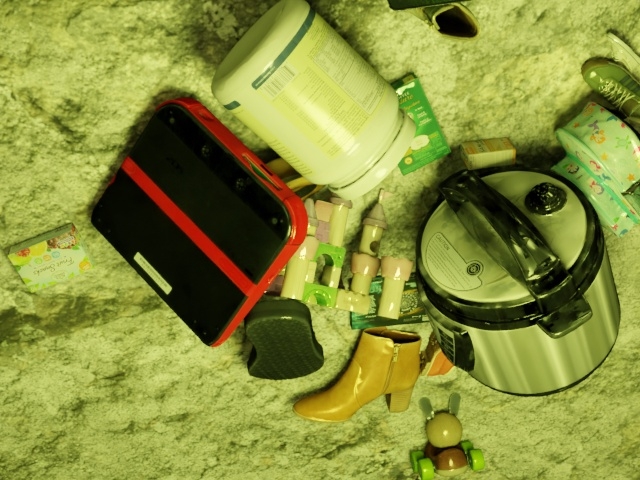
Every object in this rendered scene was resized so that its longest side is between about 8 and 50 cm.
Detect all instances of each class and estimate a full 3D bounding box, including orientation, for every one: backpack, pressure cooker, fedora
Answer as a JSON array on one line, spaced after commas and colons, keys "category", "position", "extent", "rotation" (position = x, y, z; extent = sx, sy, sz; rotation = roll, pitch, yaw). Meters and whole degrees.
[{"category": "backpack", "position": [0.577, -0.146, 1.846], "extent": [0.191, 0.225, 0.253], "rotation": [-37, 115, 7]}, {"category": "pressure cooker", "position": [0.381, 0.059, 1.817], "extent": [0.369, 0.375, 0.420], "rotation": [5, 145, 29]}, {"category": "fedora", "position": [-0.082, -0.113, 1.822], "extent": [0.194, 0.194, 0.079], "rotation": [-27, 81, 7]}]

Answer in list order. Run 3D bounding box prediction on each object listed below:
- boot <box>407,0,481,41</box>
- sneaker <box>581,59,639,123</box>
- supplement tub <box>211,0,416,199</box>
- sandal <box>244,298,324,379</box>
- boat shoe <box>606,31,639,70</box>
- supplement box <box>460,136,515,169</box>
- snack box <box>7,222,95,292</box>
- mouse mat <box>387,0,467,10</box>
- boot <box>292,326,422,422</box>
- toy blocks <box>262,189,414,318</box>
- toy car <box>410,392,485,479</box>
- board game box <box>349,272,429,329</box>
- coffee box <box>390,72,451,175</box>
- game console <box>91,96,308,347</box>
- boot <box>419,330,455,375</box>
[{"category": "boot", "position": [0.179, -0.430, 1.648], "extent": [0.213, 0.165, 0.077], "rotation": [21, 115, -22]}, {"category": "sneaker", "position": [0.607, -0.288, 1.840], "extent": [0.192, 0.086, 0.064], "rotation": [25, 128, -21]}, {"category": "supplement tub", "position": [-0.009, -0.250, 1.668], "extent": [0.325, 0.235, 0.235], "rotation": [41, 107, -20]}, {"category": "sandal", "position": [-0.074, 0.194, 1.930], "extent": [0.167, 0.107, 0.446], "rotation": [-2, 155, -3]}, {"category": "boat shoe", "position": [0.593, -0.371, 1.827], "extent": [0.100, 0.035, 0.035], "rotation": [32, 108, -31]}, {"category": "supplement box", "position": [0.340, -0.178, 1.881], "extent": [0.098, 0.062, 0.036], "rotation": [-8, 122, -5]}, {"category": "snack box", "position": [-0.545, 0.036, 1.879], "extent": [0.141, 0.037, 0.100], "rotation": [-21, 122, 4]}, {"category": "mouse mat", "position": [0.177, -0.476, 1.619], "extent": [0.152, 0.190, 0.007], "rotation": [-9, 146, -4]}, {"category": "boot", "position": [0.082, 0.298, 2.105], "extent": [0.295, 0.104, 0.211], "rotation": [-3, 115, -13]}, {"category": "toy blocks", "position": [0.000, 0.000, 1.872], "extent": [0.288, 0.309, 0.260], "rotation": [13, 85, -29]}, {"category": "toy car", "position": [0.296, 0.465, 2.234], "extent": [0.155, 0.149, 0.188], "rotation": [-9, 92, -8]}, {"category": "board game box", "position": [0.158, 0.133, 2.053], "extent": [0.186, 0.026, 0.126], "rotation": [-5, 120, -6]}, {"category": "coffee box", "position": [0.175, -0.230, 1.837], "extent": [0.113, 0.040, 0.184], "rotation": [-27, 120, 8]}, {"category": "game console", "position": [-0.234, -0.041, 1.748], "extent": [0.386, 0.060, 0.342], "rotation": [44, 115, 16]}, {"category": "boot", "position": [0.288, 0.252, 2.130], "extent": [0.084, 0.059, 0.158], "rotation": [13, 126, -19]}]
